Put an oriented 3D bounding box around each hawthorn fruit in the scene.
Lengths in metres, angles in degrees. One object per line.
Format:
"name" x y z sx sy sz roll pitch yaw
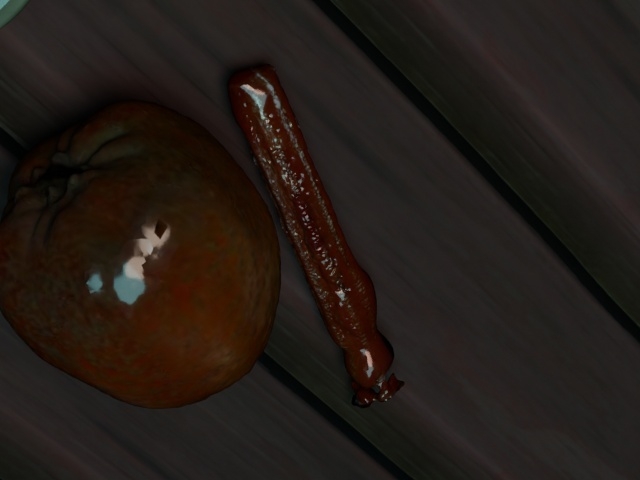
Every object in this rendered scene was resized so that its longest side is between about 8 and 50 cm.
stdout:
"hawthorn fruit" -0.120 0.026 1.085 0.210 0.210 0.262 -35 135 8

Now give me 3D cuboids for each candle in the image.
"candle" 0.000 0.000 1.171 0.051 0.048 0.329 -44 125 -34

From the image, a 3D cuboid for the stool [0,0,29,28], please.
"stool" -0.269 -0.237 0.916 0.195 0.199 0.195 -32 119 4
